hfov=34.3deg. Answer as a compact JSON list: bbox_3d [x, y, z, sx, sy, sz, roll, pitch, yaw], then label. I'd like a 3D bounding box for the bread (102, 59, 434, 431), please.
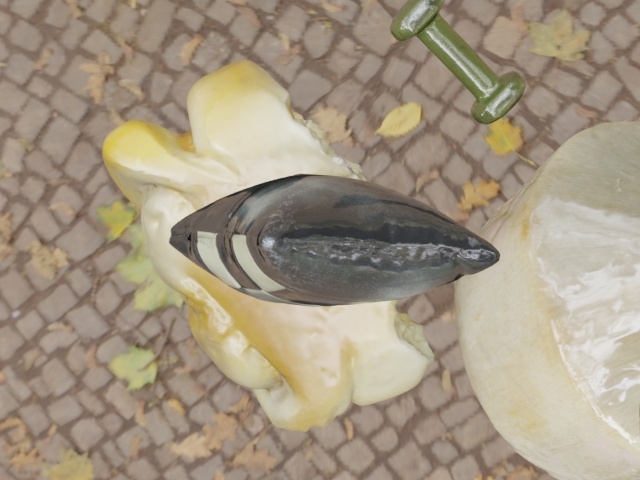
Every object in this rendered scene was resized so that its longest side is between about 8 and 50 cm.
[{"bbox_3d":[-0.044,0.017,1.153,0.245,0.329,0.424,-36,112,-22],"label":"bread"}]

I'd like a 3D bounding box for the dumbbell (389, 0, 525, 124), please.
[{"bbox_3d":[0.109,-0.146,0.822,0.118,0.046,0.052,43,96,-13],"label":"dumbbell"}]

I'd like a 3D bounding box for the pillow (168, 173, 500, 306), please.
[{"bbox_3d":[0.000,0.000,0.818,0.186,0.250,0.106,3,90,-24],"label":"pillow"}]

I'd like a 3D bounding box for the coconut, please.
[{"bbox_3d":[0.341,0.076,1.117,0.344,0.415,0.415,-7,102,-23],"label":"coconut"}]
